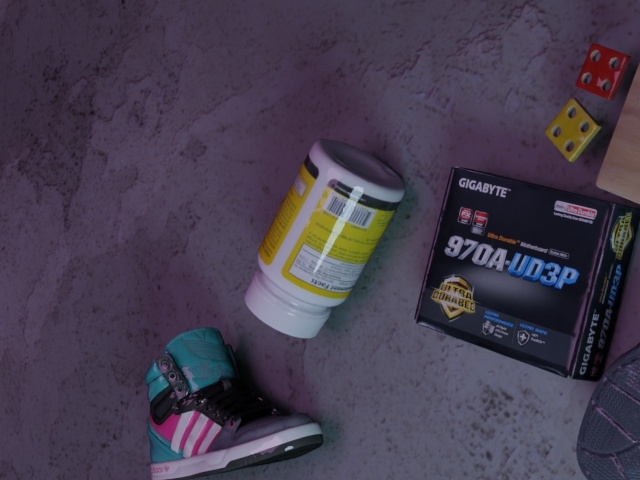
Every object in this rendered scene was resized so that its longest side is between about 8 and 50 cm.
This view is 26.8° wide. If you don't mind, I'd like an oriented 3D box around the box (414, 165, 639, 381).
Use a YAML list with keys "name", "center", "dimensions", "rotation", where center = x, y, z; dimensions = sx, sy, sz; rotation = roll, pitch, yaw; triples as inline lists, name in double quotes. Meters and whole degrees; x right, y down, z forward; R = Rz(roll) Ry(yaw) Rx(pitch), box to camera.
- name: "box"
  center: [0.205, 0.029, 1.357]
  dimensions: [0.220, 0.051, 0.175]
  rotation: [19, 97, 48]

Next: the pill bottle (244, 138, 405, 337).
- name: "pill bottle"
  center: [0.000, 0.000, 1.536]
  dimensions: [0.119, 0.119, 0.208]
  rotation: [47, 116, 41]

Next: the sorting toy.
- name: "sorting toy"
  center: [0.333, -0.092, 1.246]
  dimensions: [0.274, 0.046, 0.132]
  rotation: [28, 103, 46]

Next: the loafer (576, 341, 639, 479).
- name: "loafer"
  center: [0.338, 0.101, 1.185]
  dimensions: [0.109, 0.095, 0.302]
  rotation: [41, 117, 29]

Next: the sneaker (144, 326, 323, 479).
- name: "sneaker"
  center: [-0.117, 0.191, 1.632]
  dimensions: [0.295, 0.123, 0.178]
  rotation: [-19, 79, 45]
